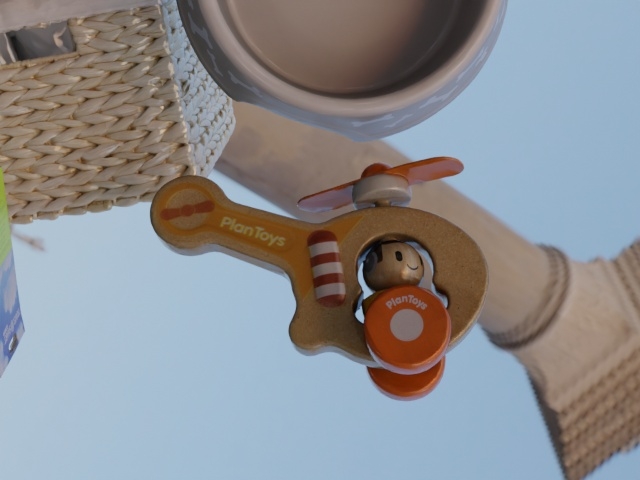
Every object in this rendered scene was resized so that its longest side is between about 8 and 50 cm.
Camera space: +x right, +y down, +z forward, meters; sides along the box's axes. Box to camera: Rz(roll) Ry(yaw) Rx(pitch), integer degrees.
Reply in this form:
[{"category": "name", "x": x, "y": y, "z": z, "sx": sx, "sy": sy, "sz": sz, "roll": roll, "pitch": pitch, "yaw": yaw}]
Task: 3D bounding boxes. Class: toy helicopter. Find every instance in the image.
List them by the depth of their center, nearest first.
[{"category": "toy helicopter", "x": 0.000, "y": 0.000, "z": 1.320, "sx": 0.140, "sy": 0.355, "sz": 0.235, "roll": 81, "pitch": 29, "yaw": -69}]

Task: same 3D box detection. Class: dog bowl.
[{"category": "dog bowl", "x": 0.026, "y": -0.272, "z": 1.290, "sx": 0.348, "sy": 0.349, "sz": 0.102, "roll": -60, "pitch": -176, "yaw": -1}]

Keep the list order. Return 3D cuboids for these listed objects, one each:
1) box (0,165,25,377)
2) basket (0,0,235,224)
[{"category": "box", "x": -0.322, "y": 0.029, "z": 1.233, "sx": 0.109, "sy": 0.042, "sz": 0.178, "roll": -87, "pitch": 175, "yaw": -68}, {"category": "basket", "x": -0.294, "y": -0.199, "z": 1.589, "sx": 0.328, "sy": 0.266, "sz": 0.331, "roll": -9, "pitch": -160, "yaw": 7}]
